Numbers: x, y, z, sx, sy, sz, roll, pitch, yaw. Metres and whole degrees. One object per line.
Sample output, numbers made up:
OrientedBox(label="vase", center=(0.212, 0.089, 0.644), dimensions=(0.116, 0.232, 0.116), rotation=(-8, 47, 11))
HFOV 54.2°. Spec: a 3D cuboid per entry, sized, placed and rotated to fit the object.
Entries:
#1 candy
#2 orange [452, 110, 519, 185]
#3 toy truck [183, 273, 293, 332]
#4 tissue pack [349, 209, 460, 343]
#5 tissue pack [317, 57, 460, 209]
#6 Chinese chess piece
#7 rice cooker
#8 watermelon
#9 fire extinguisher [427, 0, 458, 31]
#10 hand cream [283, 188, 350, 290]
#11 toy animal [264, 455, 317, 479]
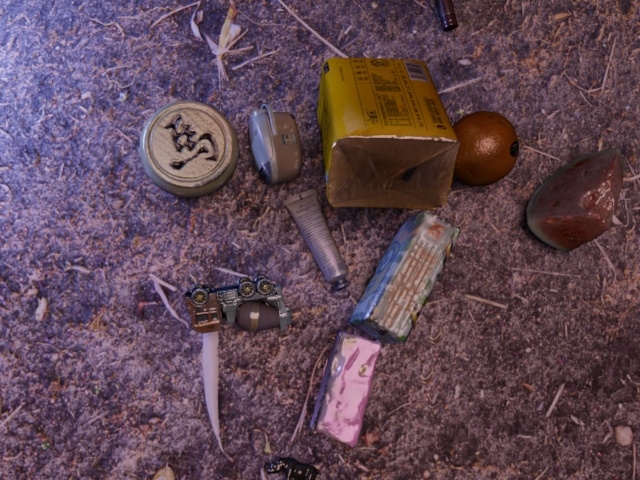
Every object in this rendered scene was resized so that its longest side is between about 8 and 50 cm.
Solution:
OrientedBox(label="candy", center=(0.057, 0.355, 1.524), dimensions=(0.115, 0.155, 0.265), rotation=(15, 79, 0))
OrientedBox(label="orange", center=(0.425, -0.245, 1.652), dimensions=(0.205, 0.206, 0.206), rotation=(1, 80, -7))
OrientedBox(label="toy truck", center=(-0.201, 0.167, 1.551), dimensions=(0.256, 0.108, 0.140), rotation=(-9, 95, -11))
OrientedBox(label="tissue pack", center=(0.203, 0.096, 1.546), dimensions=(0.127, 0.228, 0.311), rotation=(30, 78, -2))
OrientedBox(label="tissue pack", center=(0.150, -0.266, 1.525), dimensions=(0.292, 0.228, 0.382), rotation=(1, 41, -6))
OrientedBox(label="Chinese chess piece", center=(-0.334, -0.234, 1.601), dimensions=(0.250, 0.101, 0.251), rotation=(1, 81, -8))
OrientedBox(label="rice cooker", center=(-0.116, -0.244, 1.609), dimensions=(0.127, 0.145, 0.207), rotation=(-4, 78, -20))
OrientedBox(label="watermelon", center=(0.707, -0.096, 1.658), dimensions=(0.318, 0.226, 0.148), rotation=(-40, 114, 0))
OrientedBox(label="fire extinguisher", center=(0.347, -0.677, 1.789), dimensions=(0.078, 0.045, 0.157), rotation=(-13, 83, 13))
OrientedBox(label="hand cream", center=(0.000, 0.000, 1.630), dimensions=(0.095, 0.059, 0.276), rotation=(-23, 79, -9))
OrientedBox(label="toy animal", center=(-0.073, 0.566, 1.529), dimensions=(0.135, 0.047, 0.065), rotation=(19, 74, -2))
